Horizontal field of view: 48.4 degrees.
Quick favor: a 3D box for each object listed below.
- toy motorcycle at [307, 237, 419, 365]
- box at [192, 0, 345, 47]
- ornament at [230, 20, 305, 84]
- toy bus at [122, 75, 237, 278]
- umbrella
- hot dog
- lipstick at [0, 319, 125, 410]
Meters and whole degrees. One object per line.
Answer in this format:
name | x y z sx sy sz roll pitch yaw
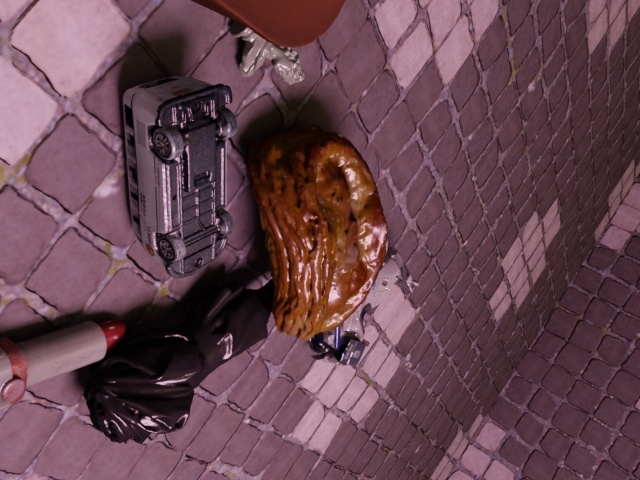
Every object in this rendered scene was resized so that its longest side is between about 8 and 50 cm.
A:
toy motorcycle | 0.066 0.094 1.106 0.150 0.102 0.221 23 93 -38
box | -0.074 -0.334 0.426 0.239 0.229 0.339 19 98 -59
ornament | -0.057 -0.201 0.740 0.092 0.041 0.069 -4 113 -43
toy bus | -0.139 -0.061 0.686 0.087 0.089 0.194 -31 138 -41
umbrella | -0.123 0.112 0.838 0.340 0.118 0.118 -32 139 -41
hot dog | 0.002 -0.002 0.839 0.175 0.114 0.259 -35 121 -50
lipstick | -0.260 0.111 0.687 0.186 0.057 0.063 -18 129 -52
